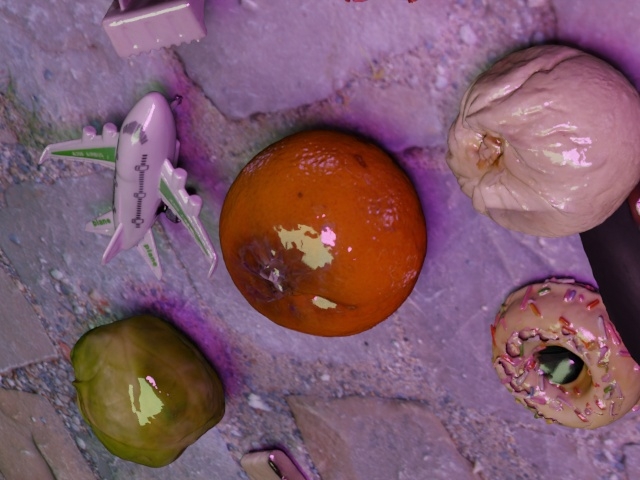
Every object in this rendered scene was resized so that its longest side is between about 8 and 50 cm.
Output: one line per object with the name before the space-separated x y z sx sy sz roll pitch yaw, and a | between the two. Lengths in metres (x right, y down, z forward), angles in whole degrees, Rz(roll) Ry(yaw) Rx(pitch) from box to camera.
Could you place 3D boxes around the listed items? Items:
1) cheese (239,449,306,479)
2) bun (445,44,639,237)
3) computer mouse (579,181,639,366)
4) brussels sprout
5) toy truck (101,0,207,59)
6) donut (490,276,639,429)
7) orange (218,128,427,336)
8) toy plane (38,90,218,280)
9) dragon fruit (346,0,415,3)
cheese | 0.029 0.443 1.620 0.085 0.034 0.400 -23 107 50
bun | 0.183 -0.082 0.996 0.188 0.111 0.164 17 119 45
computer mouse | 0.320 0.030 1.023 0.168 0.087 0.295 -21 106 45
brussels sprout | -0.230 0.189 1.509 0.223 0.161 0.223 21 141 18
toy truck | -0.194 -0.321 1.110 0.136 0.111 0.285 -9 121 23
donut | 0.246 0.119 1.165 0.175 0.068 0.174 20 134 22
orange | 0.000 0.000 1.178 0.224 0.170 0.224 22 134 25
toy plane | -0.201 -0.075 1.323 0.251 0.101 0.255 32 133 12
dragon fruit | 0.041 -0.308 0.874 0.210 0.205 0.268 12 133 39
